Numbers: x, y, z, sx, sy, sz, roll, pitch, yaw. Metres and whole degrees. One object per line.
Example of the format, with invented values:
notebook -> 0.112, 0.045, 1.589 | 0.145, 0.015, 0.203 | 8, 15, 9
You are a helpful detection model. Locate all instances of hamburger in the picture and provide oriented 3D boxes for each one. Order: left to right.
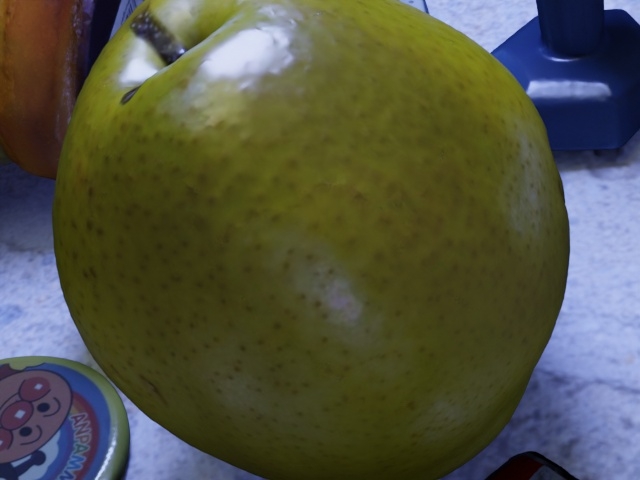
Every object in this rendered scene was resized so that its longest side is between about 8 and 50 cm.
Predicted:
hamburger -> -0.305, -0.228, 1.481 | 0.250, 0.330, 0.330 | 10, 50, 7

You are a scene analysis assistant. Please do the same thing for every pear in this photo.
pear -> 0.000, 0.000, 1.083 | 0.362, 0.418, 0.362 | -18, 45, 20

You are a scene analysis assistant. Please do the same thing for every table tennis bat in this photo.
table tennis bat -> -0.335, 0.184, 1.318 | 0.368, 0.054, 0.224 | 1, 47, 20

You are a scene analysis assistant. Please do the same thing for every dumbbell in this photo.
dumbbell -> 0.207, -0.232, 1.281 | 0.160, 0.325, 0.144 | 1, 44, 16

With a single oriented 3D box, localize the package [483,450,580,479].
package -> 0.173, 0.242, 1.043 | 0.154, 0.030, 0.239 | -43, 45, -17

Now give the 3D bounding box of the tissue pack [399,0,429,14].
tissue pack -> 0.032, -0.150, 1.411 | 0.159, 0.145, 0.229 | -17, 43, 10
